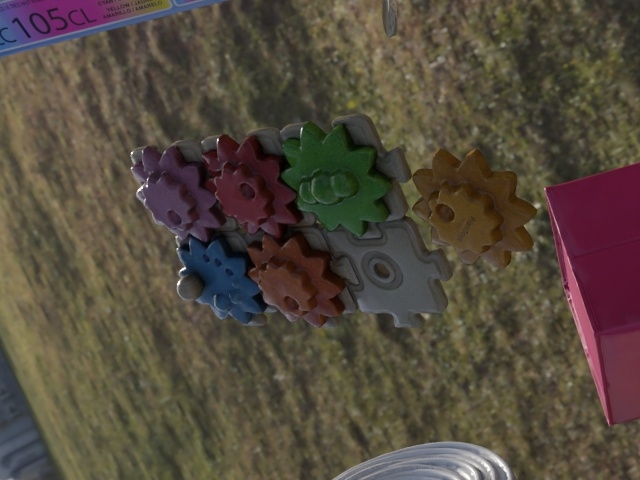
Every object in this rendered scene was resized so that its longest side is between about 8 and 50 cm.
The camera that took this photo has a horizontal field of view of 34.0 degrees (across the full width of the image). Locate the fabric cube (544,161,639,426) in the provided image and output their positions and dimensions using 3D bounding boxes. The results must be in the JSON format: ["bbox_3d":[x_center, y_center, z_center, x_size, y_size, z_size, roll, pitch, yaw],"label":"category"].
[{"bbox_3d":[0.470,0.058,1.406,0.254,0.258,0.259,62,-165,-50],"label":"fabric cube"}]

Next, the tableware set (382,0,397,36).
[{"bbox_3d":[0.031,-0.188,0.421,0.194,0.039,0.128,86,169,-64],"label":"tableware set"}]

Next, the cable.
[{"bbox_3d":[0.095,0.307,1.104,0.257,0.257,0.089,-59,-45,-73],"label":"cable"}]

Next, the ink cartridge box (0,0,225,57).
[{"bbox_3d":[-0.240,-0.352,0.827,0.395,0.270,0.151,66,-167,-52],"label":"ink cartridge box"}]

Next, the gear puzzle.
[{"bbox_3d":[0.000,0.000,0.737,0.339,0.044,0.175,-3,121,41],"label":"gear puzzle"}]
